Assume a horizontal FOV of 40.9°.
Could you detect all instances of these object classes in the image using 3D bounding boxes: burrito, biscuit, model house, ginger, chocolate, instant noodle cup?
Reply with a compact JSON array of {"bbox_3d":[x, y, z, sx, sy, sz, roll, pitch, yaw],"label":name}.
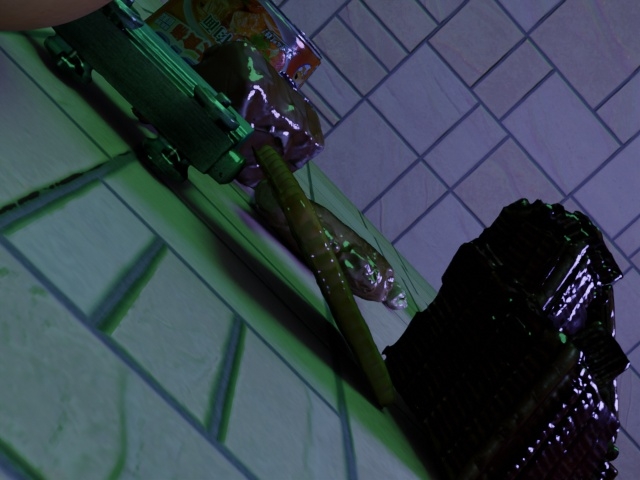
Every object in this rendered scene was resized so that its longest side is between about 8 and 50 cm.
[{"bbox_3d":[0.117,0.080,1.561,0.055,0.041,0.149,59,-4,-30],"label":"burrito"},{"bbox_3d":[0.005,0.029,0.849,0.255,0.029,0.172,64,-2,-28],"label":"biscuit"},{"bbox_3d":[0.234,0.132,0.886,0.297,0.317,0.282,40,2,7],"label":"model house"},{"bbox_3d":[0.001,0.001,1.156,0.333,0.080,0.166,33,-1,-39],"label":"ginger"},{"bbox_3d":[-0.099,-0.163,1.167,0.214,0.148,0.093,35,30,-50],"label":"chocolate"},{"bbox_3d":[-0.147,-0.300,1.385,0.296,0.214,0.296,45,6,-6],"label":"instant noodle cup"}]

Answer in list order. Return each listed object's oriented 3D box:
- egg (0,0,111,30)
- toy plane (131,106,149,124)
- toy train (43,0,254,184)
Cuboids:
[{"bbox_3d":[-0.216,-0.268,0.576,0.250,0.250,0.322,43,16,-29],"label":"egg"},{"bbox_3d":[-0.171,-0.152,0.999,0.130,0.061,0.189,48,6,5],"label":"toy plane"},{"bbox_3d":[-0.166,-0.156,0.864,0.248,0.101,0.159,45,9,-4],"label":"toy train"}]
